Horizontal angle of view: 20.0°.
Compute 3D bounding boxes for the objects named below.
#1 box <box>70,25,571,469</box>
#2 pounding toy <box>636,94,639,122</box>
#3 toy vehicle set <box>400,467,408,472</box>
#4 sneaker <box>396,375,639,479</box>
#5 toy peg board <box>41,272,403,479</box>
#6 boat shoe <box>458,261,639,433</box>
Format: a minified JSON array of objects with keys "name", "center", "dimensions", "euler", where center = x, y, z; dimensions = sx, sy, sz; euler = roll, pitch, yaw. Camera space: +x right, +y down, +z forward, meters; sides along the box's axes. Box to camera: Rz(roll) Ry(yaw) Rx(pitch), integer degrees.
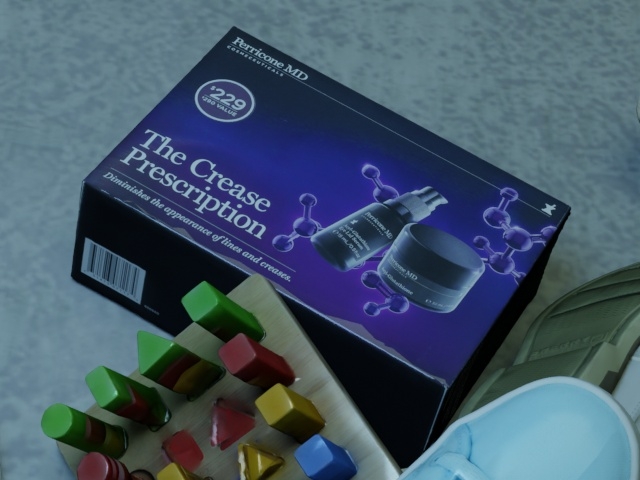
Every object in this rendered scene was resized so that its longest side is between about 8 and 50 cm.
[{"name":"box","center":[0.000,0.000,1.169],"dimensions":[0.261,0.103,0.184],"euler":[29,48,12]},{"name":"pounding toy","center":[0.300,-0.080,1.243],"dimensions":[0.154,0.155,0.269],"euler":[-16,61,11]},{"name":"toy vehicle set","center":[0.077,0.249,1.019],"dimensions":[0.166,0.035,0.267],"euler":[-7,52,-18]},{"name":"sneaker","center":[0.035,0.204,0.892],"dimensions":[0.135,0.150,0.366],"euler":[40,78,13]},{"name":"toy peg board","center":[-0.067,0.117,1.015],"dimensions":[0.161,0.079,0.160],"euler":[-40,61,7]},{"name":"boat shoe","center":[0.185,0.094,1.130],"dimensions":[0.302,0.113,0.103],"euler":[-34,104,-49]}]
